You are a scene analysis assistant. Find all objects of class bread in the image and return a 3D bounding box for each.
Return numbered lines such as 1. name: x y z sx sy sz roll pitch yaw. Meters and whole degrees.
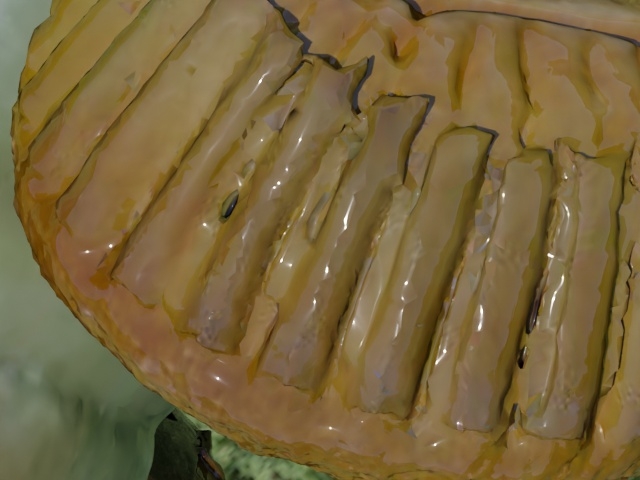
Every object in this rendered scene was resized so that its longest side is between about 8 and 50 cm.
1. bread: 0.031 -0.031 0.485 0.240 0.240 0.139 29 131 11

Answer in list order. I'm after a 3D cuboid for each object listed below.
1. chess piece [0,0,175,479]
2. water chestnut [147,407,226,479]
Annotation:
1. chess piece: -0.095 -0.121 0.694 0.234 0.234 0.442 22 82 13
2. water chestnut: -0.196 0.264 1.377 0.300 0.300 0.300 5 104 18
